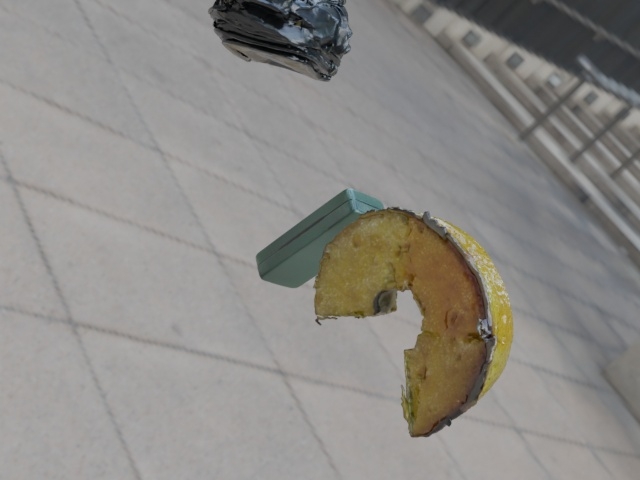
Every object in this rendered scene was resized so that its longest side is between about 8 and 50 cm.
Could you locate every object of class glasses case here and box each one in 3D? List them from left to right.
[{"bbox_3d":[0.000,0.000,1.425,0.078,0.184,0.039,19,45,-45],"label":"glasses case"}]

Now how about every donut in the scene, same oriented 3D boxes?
[{"bbox_3d":[0.083,0.052,0.834,0.078,0.146,0.181,-1,43,-48],"label":"donut"}]

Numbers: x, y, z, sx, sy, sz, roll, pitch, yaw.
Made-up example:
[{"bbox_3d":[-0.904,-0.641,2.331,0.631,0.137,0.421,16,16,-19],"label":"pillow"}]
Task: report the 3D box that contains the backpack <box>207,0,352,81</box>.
[{"bbox_3d":[-0.059,-0.308,1.490,0.206,0.133,0.258,13,6,12],"label":"backpack"}]
